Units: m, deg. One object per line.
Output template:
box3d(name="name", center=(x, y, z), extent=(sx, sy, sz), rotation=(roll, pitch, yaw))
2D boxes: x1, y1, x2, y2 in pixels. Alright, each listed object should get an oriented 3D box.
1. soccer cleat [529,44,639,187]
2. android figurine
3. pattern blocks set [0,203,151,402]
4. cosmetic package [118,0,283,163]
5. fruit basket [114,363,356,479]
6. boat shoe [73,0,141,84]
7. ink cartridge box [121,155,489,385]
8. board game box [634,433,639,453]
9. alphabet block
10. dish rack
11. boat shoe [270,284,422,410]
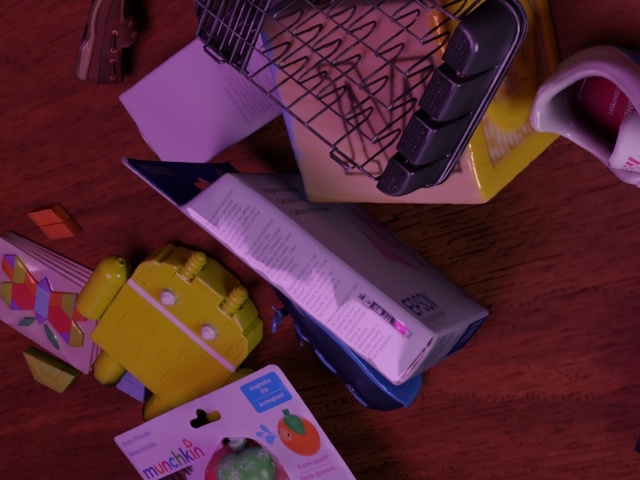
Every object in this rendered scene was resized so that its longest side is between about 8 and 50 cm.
box3d(name="soccer cleat", center=(0.329, -0.069, 1.388), extent=(0.331, 0.143, 0.116), rotation=(26, 123, 30))
box3d(name="android figurine", center=(-0.173, 0.114, 1.945), extent=(0.248, 0.056, 0.273), rotation=(42, 132, 1))
box3d(name="pattern blocks set", center=(-0.348, 0.076, 2.087), extent=(0.325, 0.026, 0.285), rotation=(16, 125, 28))
box3d(name="cosmetic package", center=(-0.096, -0.165, 1.713), extent=(0.231, 0.085, 0.117), rotation=(-27, 98, 45))
box3d(name="fruit basket", center=(-0.061, 0.339, 1.924), extent=(0.327, 0.165, 0.353), rotation=(-27, 105, 43))
box3d(name="boat shoe", center=(-0.223, -0.242, 1.782), extent=(0.060, 0.064, 0.178), rotation=(16, 133, -9))
box3d(name="ink cartridge box", center=(0.000, 0.000, 1.591), extent=(0.330, 0.324, 0.071), rotation=(40, 101, 9))
box3d(name="board game box", center=(0.402, 0.152, 1.536), extent=(0.165, 0.042, 0.243), rotation=(28, 139, 21))
box3d(name="alphabet block", center=(0.091, -0.155, 1.507), extent=(0.197, 0.192, 0.193), rotation=(2, 119, 37))
box3d(name="dish rack", center=(0.018, -0.178, 1.371), extent=(0.271, 0.074, 0.208), rotation=(39, 132, 14))
box3d(name="boat shoe", center=(-0.001, 0.091, 1.783), extent=(0.089, 0.109, 0.258), rotation=(-29, 96, 49))
